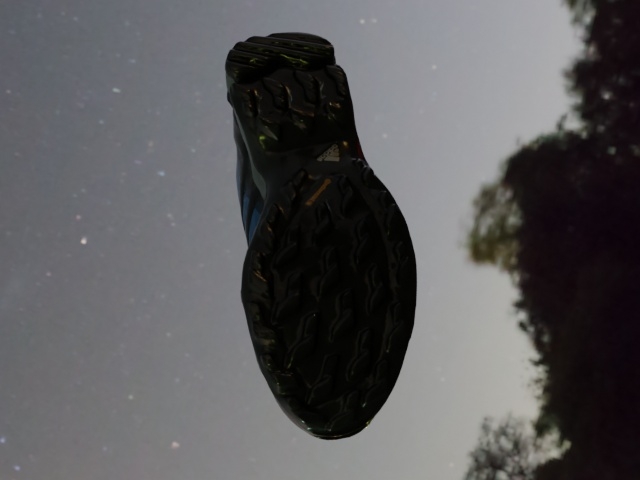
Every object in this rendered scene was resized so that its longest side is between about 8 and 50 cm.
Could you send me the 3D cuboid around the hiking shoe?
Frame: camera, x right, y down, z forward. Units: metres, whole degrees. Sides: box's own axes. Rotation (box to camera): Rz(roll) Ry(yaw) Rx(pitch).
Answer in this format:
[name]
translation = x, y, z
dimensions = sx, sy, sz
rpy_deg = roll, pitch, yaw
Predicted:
[hiking shoe]
translation = 0.000, 0.000, 0.677
dimensions = 0.132, 0.113, 0.304
rpy_deg = 88, 176, -60
